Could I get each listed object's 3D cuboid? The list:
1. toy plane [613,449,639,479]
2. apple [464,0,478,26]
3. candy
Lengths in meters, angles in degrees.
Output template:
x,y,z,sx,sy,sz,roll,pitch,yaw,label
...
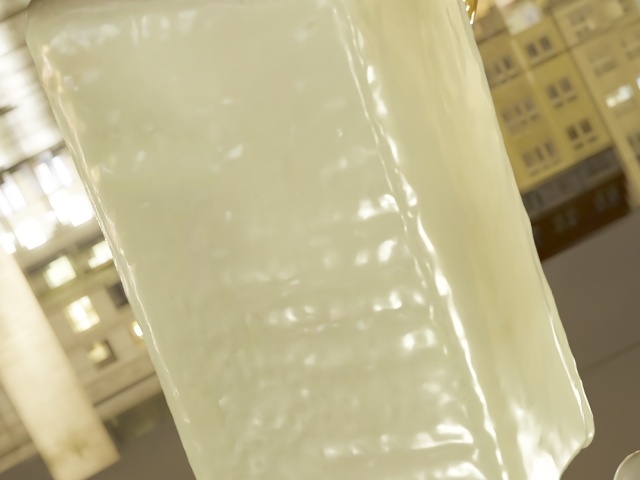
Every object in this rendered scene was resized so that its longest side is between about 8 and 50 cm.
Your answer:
x,y,z,sx,sy,sz,roll,pitch,yaw,label
0.250,0.188,0.991,0.174,0.174,0.080,-35,151,-51,toy plane
0.032,-0.245,1.560,0.207,0.237,0.237,-27,-175,-33,apple
-0.003,0.001,0.884,0.208,0.358,0.145,-10,-161,28,candy
